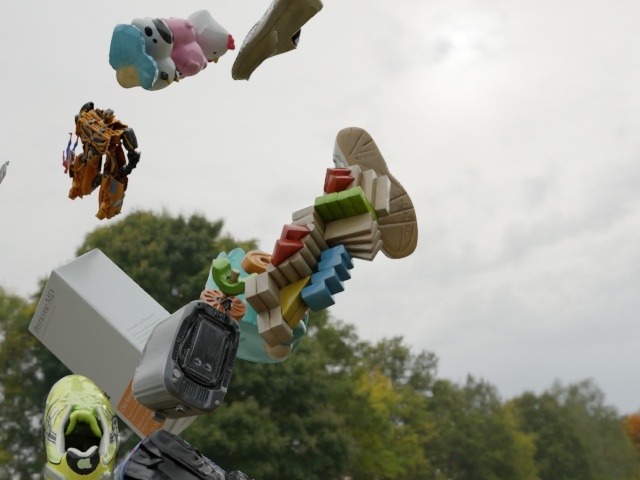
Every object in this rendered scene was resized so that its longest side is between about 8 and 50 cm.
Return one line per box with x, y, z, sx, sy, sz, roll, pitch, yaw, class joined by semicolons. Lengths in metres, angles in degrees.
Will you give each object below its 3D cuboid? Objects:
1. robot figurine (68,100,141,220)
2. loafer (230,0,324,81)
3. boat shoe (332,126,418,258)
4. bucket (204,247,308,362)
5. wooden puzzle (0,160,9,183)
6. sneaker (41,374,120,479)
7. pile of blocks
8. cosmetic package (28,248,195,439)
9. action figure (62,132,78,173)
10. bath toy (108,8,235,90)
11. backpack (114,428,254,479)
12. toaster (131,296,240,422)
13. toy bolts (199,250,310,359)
-0.551;-0.200;1.994;0.085;0.211;0.291;-40;-23;-47;robot figurine
-0.089;-0.406;1.588;0.092;0.102;0.268;31;-49;-17;loafer
0.096;-0.076;1.475;0.098;0.277;0.096;-11;-25;-23;boat shoe
-0.162;0.166;1.931;0.281;0.183;0.281;14;-29;8;bucket
-0.707;-0.143;1.760;0.006;0.083;0.049;21;-39;-10;wooden puzzle
-0.409;0.333;1.393;0.145;0.147;0.384;7;19;-23;sneaker
0.000;0.000;1.293;0.149;0.362;0.112;8;-35;38;pile of blocks
-0.472;0.261;1.935;0.161;0.453;0.230;-34;-20;-55;cosmetic package
-0.699;-0.242;2.222;0.038;0.115;0.030;15;-6;-40;action figure
-0.305;-0.410;1.725;0.129;0.151;0.348;24;30;16;bath toy
-0.294;0.517;1.553;0.213;0.263;0.276;-40;4;22;backpack
-0.237;0.207;1.401;0.129;0.227;0.146;35;-42;-29;toaster
-0.126;0.145;1.707;0.229;0.158;0.218;27;20;14;toy bolts
